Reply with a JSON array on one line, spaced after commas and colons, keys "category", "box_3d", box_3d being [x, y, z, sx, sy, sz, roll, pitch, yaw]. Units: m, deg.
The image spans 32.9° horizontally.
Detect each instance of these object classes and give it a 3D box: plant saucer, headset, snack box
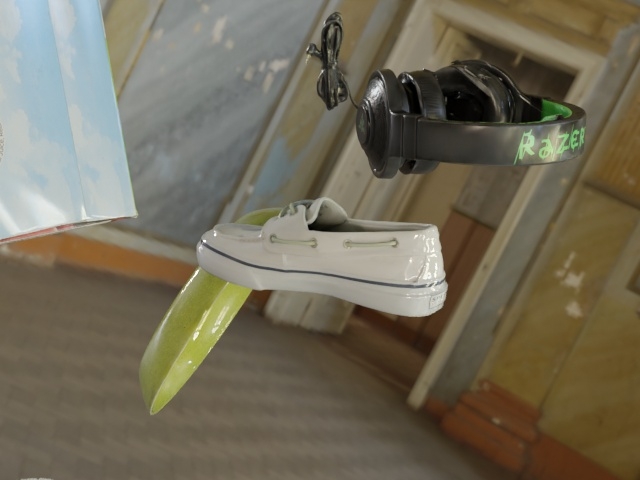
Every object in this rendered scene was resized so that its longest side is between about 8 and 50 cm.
[{"category": "plant saucer", "box_3d": [-0.107, 0.059, 1.052, 0.037, 0.241, 0.241, 35, 5, 4]}, {"category": "headset", "box_3d": [0.137, -0.177, 1.320, 0.243, 0.185, 0.394, -13, 20, -40]}, {"category": "snack box", "box_3d": [-0.155, -0.084, 0.426, 0.070, 0.174, 0.207, -12, 5, -31]}]

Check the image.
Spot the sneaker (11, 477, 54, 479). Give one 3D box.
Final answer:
[{"category": "sneaker", "box_3d": [-0.225, 0.238, 0.929, 0.076, 0.064, 0.167, -9, -23, 43]}]

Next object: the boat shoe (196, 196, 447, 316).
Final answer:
[{"category": "boat shoe", "box_3d": [0.000, 0.000, 0.872, 0.226, 0.075, 0.083, 9, 19, 26]}]
